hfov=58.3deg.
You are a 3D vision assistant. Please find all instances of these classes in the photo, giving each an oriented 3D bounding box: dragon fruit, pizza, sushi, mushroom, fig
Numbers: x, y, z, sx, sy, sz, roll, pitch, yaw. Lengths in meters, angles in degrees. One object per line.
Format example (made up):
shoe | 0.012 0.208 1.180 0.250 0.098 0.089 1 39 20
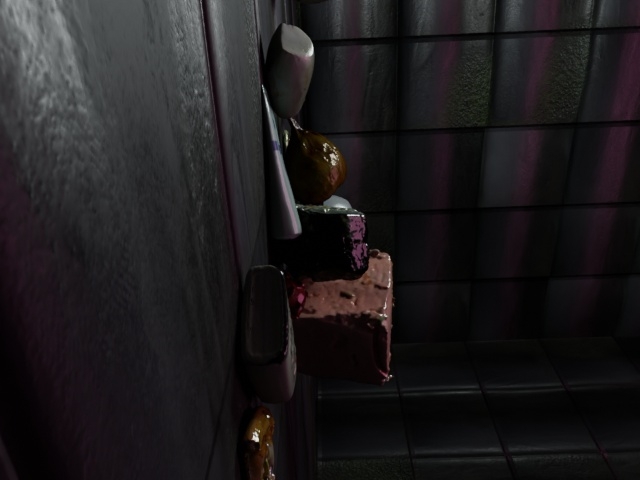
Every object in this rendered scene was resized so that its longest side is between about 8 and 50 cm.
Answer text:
dragon fruit | -0.065 0.145 1.407 0.126 0.068 0.112 -90 180 -56
pizza | -0.084 0.316 0.789 0.184 0.036 0.176 84 4 -69
sushi | 0.010 0.002 1.369 0.350 0.211 0.170 -147 -120 -78
mushroom | -0.076 -0.347 1.285 0.270 0.103 0.118 109 -12 -63
fig | -0.022 -0.245 1.552 0.190 0.191 0.290 -90 179 -66

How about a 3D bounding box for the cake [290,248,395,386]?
cake | 0.054 0.197 1.606 0.306 0.315 0.293 -78 166 -47

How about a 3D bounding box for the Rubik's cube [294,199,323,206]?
Rubik's cube | -0.047 -0.139 1.725 0.112 0.133 0.133 49 26 -37

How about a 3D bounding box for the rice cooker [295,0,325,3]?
rice cooker | -0.025 -0.754 1.511 0.226 0.226 0.244 85 0 -70

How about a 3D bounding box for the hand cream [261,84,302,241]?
hand cream | -0.096 -0.155 1.203 0.109 0.067 0.320 -40 121 -87

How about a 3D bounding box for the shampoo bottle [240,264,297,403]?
shampoo bottle | -0.072 0.176 0.876 0.284 0.071 0.153 90 -4 -55

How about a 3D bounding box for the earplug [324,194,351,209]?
earplug | -0.011 -0.006 1.856 0.325 0.175 0.214 -60 168 -19

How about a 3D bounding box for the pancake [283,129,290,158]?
pancake | -0.098 -0.265 1.711 0.129 0.023 0.116 -17 105 -84
